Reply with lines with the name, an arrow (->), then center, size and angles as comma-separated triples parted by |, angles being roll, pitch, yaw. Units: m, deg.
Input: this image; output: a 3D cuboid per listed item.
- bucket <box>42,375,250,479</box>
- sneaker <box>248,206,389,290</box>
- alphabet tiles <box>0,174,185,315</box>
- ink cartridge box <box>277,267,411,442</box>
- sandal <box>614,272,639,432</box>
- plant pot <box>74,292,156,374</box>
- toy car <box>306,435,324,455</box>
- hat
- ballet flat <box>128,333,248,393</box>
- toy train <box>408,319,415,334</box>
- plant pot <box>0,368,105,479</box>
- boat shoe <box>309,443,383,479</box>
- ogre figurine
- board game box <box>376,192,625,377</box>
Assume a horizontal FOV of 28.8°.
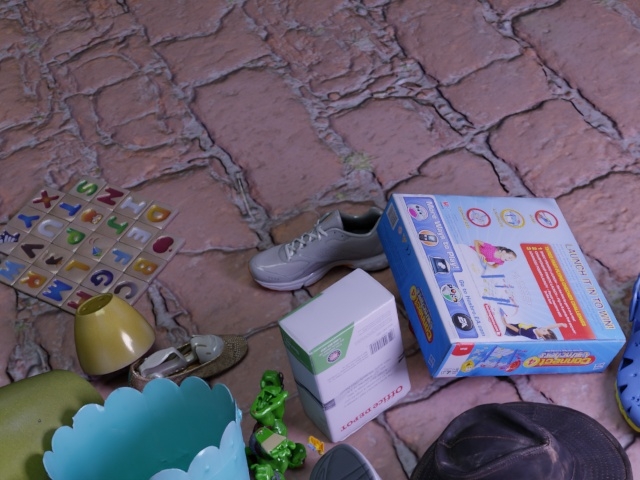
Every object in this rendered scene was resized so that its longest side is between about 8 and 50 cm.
bucket -> -0.228, 0.335, 1.738 | 0.281, 0.183, 0.281 | -12, 23, 5
sneaker -> 0.000, 0.000, 2.123 | 0.262, 0.121, 0.099 | -14, 46, -3
alphabet tiles -> -0.429, 0.005, 2.272 | 0.342, 0.011, 0.285 | 20, 54, 26
ink cartridge box -> 0.040, 0.177, 1.887 | 0.160, 0.219, 0.092 | -32, 47, -20
sandal -> 0.513, 0.151, 1.882 | 0.126, 0.138, 0.317 | 2, 50, 10
plant pot -> -0.351, 0.143, 2.039 | 0.134, 0.095, 0.134 | -20, 24, 9
toy car -> -0.036, 0.341, 1.810 | 0.060, 0.040, 0.122 | -27, 35, 35
hat -> 0.261, 0.308, 1.738 | 0.331, 0.134, 0.331 | -15, 36, 12
ballet flat -> -0.216, 0.193, 2.020 | 0.206, 0.067, 0.073 | -24, 48, -12
toy train -> 0.219, 0.111, 2.006 | 0.143, 0.105, 0.248 | -1, 46, -9
plant pot -> -0.453, 0.324, 1.836 | 0.274, 0.275, 0.293 | 17, 37, 24
boat shoe -> 0.079, 0.422, 1.746 | 0.118, 0.103, 0.320 | -41, 44, 5
ogre figurine -> -0.074, 0.302, 1.860 | 0.097, 0.118, 0.197 | -16, 48, -10
board game box -> 0.276, 0.066, 1.945 | 0.302, 0.086, 0.308 | 1, 47, -22
